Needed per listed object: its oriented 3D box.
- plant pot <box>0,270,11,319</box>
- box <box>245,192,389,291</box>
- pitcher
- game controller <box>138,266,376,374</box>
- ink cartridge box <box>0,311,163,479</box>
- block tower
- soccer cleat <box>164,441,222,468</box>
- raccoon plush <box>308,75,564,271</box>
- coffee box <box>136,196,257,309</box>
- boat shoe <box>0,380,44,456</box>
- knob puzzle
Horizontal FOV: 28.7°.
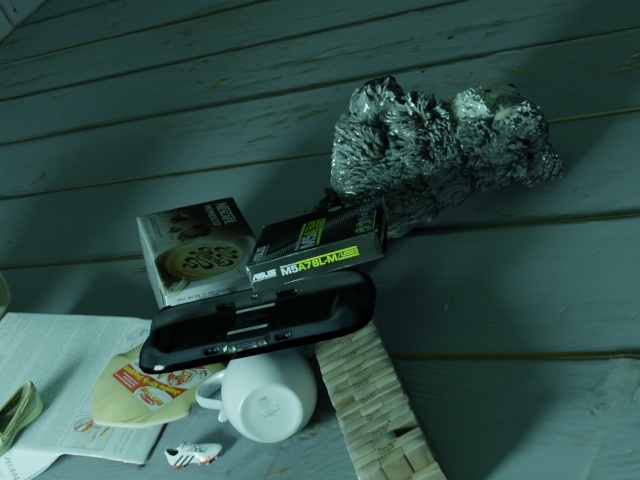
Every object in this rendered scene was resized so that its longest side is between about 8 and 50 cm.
[{"bbox_3d":[-0.662,0.136,2.096,0.274,0.256,0.256,-38,26,15],"label":"plant pot"},{"bbox_3d":[0.000,0.000,1.715,0.184,0.045,0.191,-13,16,10],"label":"box"},{"bbox_3d":[-0.091,0.200,1.683,0.177,0.125,0.207,-33,18,7],"label":"pitcher"},{"bbox_3d":[-0.084,0.109,1.654,0.319,0.067,0.166,-13,26,11],"label":"game controller"},{"bbox_3d":[-0.382,0.246,1.945,0.385,0.091,0.308,2,38,18],"label":"ink cartridge box"},{"bbox_3d":[0.071,0.211,1.538,0.097,0.091,0.335,-28,29,1],"label":"block tower"},{"bbox_3d":[-0.173,0.287,1.696,0.083,0.036,0.029,-16,31,24],"label":"soccer cleat"},{"bbox_3d":[0.169,-0.050,1.866,0.299,0.216,0.446,15,81,34],"label":"raccoon plush"},{"bbox_3d":[-0.177,0.052,1.951,0.168,0.119,0.297,-12,27,-11],"label":"coffee box"},{"bbox_3d":[-0.465,0.269,1.821,0.056,0.048,0.153,15,44,34],"label":"boat shoe"},{"bbox_3d":[-0.249,0.219,1.841,0.213,0.030,0.213,-8,36,6],"label":"knob puzzle"}]
